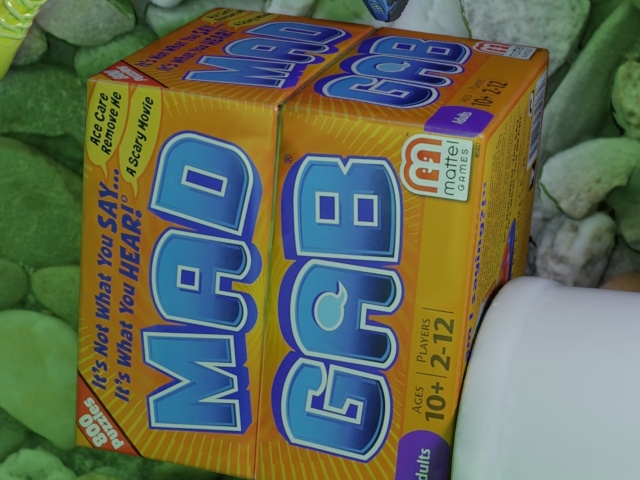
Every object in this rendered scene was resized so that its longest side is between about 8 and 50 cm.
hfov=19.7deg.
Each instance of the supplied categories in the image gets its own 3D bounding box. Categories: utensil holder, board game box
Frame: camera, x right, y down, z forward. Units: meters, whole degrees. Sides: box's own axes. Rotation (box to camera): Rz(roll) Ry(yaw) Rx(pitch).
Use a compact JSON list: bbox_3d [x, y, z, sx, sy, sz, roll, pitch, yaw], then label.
[{"bbox_3d":[0.350,0.210,1.660,0.386,0.327,0.327,5,109,22],"label":"utensil holder"},{"bbox_3d":[0.000,0.000,1.766,0.356,0.356,0.356,9,109,13],"label":"board game box"}]

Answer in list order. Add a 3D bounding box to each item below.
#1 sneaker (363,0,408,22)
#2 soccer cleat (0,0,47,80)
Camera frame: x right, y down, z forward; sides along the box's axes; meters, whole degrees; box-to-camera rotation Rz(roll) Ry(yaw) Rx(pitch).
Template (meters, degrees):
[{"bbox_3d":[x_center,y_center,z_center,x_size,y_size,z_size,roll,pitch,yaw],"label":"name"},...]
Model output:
[{"bbox_3d":[0.016,-0.311,1.823,0.087,0.083,0.221,-28,93,35],"label":"sneaker"},{"bbox_3d":[-0.304,-0.276,1.899,0.121,0.093,0.289,31,111,23],"label":"soccer cleat"}]
